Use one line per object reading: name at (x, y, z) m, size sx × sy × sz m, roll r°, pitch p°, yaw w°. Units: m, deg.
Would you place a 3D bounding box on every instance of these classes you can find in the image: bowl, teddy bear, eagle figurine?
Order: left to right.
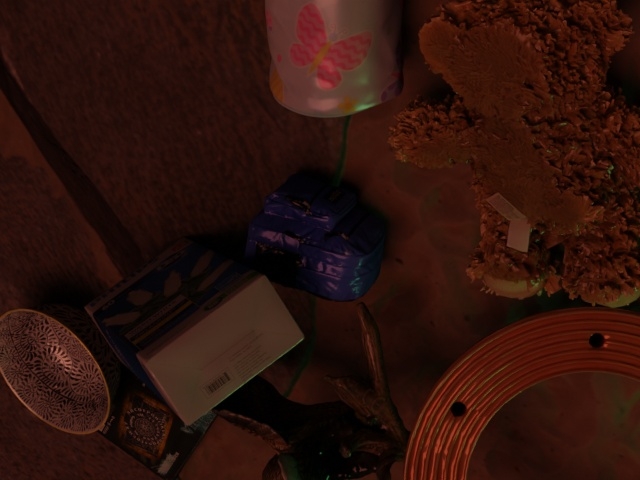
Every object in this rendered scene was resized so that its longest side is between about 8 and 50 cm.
bowl at (-0.288, 0.132, 1.467) m, size 0.170 × 0.080 × 0.170 m, roll 17°, pitch 128°, yaw 24°
eagle figurine at (-0.026, 0.200, 1.289) m, size 0.298 × 0.226 × 0.225 m, roll -11°, pitch 157°, yaw 42°
teddy bear at (0.186, -0.074, 1.049) m, size 0.245 × 0.113 × 0.338 m, roll -8°, pitch 126°, yaw 41°

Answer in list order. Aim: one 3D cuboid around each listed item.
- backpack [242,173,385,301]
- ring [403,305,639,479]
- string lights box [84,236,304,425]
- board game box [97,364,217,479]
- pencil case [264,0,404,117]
backpack at (0.000, 0.000, 1.199) m, size 0.120 × 0.098 × 0.101 m, roll 22°, pitch 127°, yaw 15°
ring at (0.243, 0.221, 1.168) m, size 0.336 × 0.032 × 0.337 m, roll 1°, pitch 103°, yaw 3°
string lights box at (-0.129, 0.079, 1.222) m, size 0.077 × 0.133 × 0.259 m, roll 59°, pitch 165°, yaw -19°
board game box at (-0.192, 0.202, 1.503) m, size 0.126 × 0.026 × 0.186 m, roll 36°, pitch 132°, yaw 2°
pencil case at (0.001, -0.235, 1.015) m, size 0.124 × 0.113 × 0.273 m, roll 6°, pitch 126°, yaw 19°
